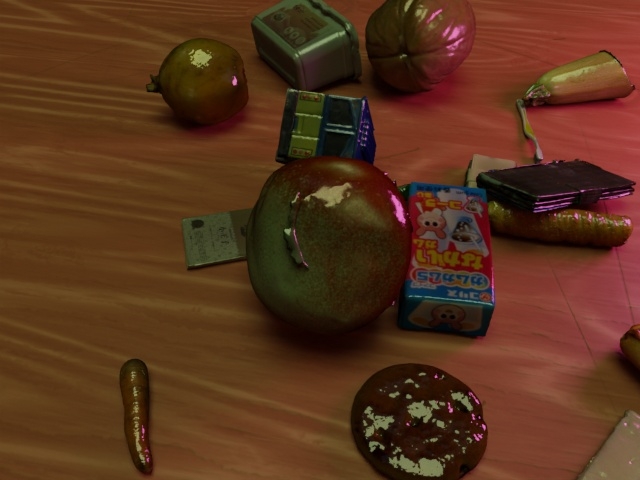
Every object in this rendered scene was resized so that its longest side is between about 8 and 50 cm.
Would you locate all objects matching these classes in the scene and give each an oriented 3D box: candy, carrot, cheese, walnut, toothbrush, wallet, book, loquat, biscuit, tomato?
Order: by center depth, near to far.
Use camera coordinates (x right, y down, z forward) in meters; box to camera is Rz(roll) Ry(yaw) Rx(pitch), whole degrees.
[{"bbox_3d":[0.369,0.387,0.825,0.400,0.034,0.085,-34,51,-29],"label":"cheese"},{"bbox_3d":[0.152,0.278,0.921,0.212,0.036,0.212,0,46,0],"label":"biscuit"},{"bbox_3d":[-0.285,0.269,0.922,0.047,0.047,0.191,-11,48,-11],"label":"carrot"},{"bbox_3d":[0.000,0.000,0.998,0.239,0.303,0.303,2,42,-29],"label":"tomato"},{"bbox_3d":[0.235,0.027,1.118,0.157,0.100,0.306,7,48,5],"label":"candy"},{"bbox_3d":[-0.179,-0.011,1.206,0.199,0.016,0.138,-10,48,-10],"label":"book"},{"bbox_3d":[0.492,-0.118,1.234,0.317,0.044,0.169,-10,31,-30],"label":"wallet"},{"bbox_3d":[0.372,-0.122,1.301,0.110,0.039,0.155,14,48,8],"label":"wallet"},{"bbox_3d":[-0.301,-0.385,1.438,0.246,0.213,0.213,-7,47,-6],"label":"loquat"},{"bbox_3d":[0.513,-0.276,1.456,0.022,0.026,0.263,8,47,-3],"label":"toothbrush"},{"bbox_3d":[0.258,-0.531,1.536,0.252,0.277,0.313,45,44,-10],"label":"walnut"}]

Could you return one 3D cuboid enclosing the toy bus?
[{"bbox_3d":[0.020,-0.201,1.203,0.175,0.288,0.138,9,90,9],"label":"toy bus"}]

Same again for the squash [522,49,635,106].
[{"bbox_3d":[0.646,-0.418,1.527,0.287,0.137,0.137,-8,47,-4],"label":"squash"}]

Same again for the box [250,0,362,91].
[{"bbox_3d":[-0.048,-0.535,1.612,0.182,0.175,0.312,-31,53,-15],"label":"box"}]

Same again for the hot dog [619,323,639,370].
[{"bbox_3d":[0.593,0.235,0.946,0.104,0.076,0.250,-17,50,-42],"label":"hot dog"}]

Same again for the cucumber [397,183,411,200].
[{"bbox_3d":[0.169,-0.100,1.281,0.155,0.037,0.037,-20,50,-19],"label":"cucumber"}]

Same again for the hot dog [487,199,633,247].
[{"bbox_3d":[0.474,-0.031,1.193,0.289,0.083,0.068,8,66,8],"label":"hot dog"}]
